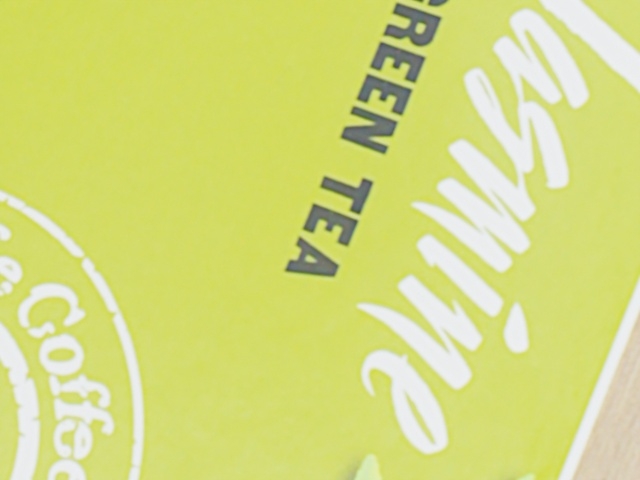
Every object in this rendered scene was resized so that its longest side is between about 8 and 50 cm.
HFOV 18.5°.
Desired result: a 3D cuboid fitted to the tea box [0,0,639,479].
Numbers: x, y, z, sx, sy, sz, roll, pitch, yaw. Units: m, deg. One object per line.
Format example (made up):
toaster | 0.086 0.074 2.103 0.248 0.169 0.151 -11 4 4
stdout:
tea box | -0.010 -0.049 0.475 0.329 0.323 0.220 -68 163 -4
